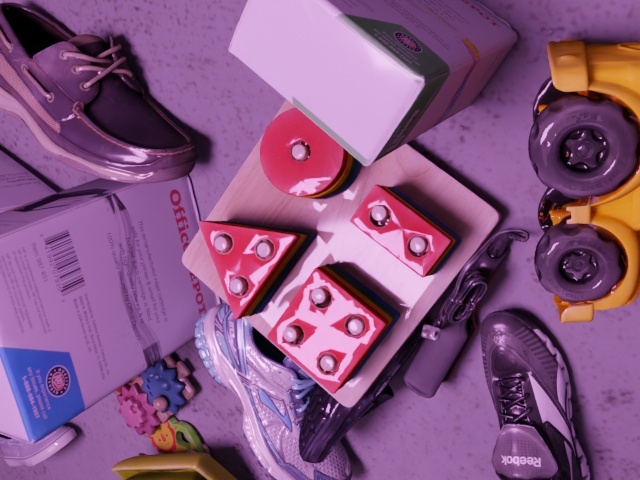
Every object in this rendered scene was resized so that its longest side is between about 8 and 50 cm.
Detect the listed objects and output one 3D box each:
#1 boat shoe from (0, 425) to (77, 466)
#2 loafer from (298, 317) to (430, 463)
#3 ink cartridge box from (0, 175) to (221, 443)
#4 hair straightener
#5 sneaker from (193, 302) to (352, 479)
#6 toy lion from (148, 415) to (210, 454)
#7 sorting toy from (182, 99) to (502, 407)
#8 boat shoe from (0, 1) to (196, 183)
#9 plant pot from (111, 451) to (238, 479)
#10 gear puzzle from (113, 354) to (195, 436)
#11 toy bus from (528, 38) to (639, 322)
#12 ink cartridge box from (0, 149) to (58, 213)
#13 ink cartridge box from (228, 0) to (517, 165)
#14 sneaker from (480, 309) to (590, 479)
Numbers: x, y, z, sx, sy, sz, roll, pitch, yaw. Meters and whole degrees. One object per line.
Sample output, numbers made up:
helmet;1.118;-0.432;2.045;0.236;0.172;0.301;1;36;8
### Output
boat shoe;-0.521;0.351;1.304;0.228;0.079;0.081;-22;102;41
loafer;0.046;0.167;0.827;0.078;0.076;0.223;25;106;-16
ink cartridge box;-0.284;0.057;0.877;0.129;0.307;0.223;2;111;35
hair straightener;0.144;0.080;0.742;0.047;0.089;0.230;38;126;16
sneaker;-0.041;0.189;0.903;0.122;0.110;0.283;-36;90;32
toy lion;-0.227;0.306;1.125;0.100;0.034;0.096;-30;84;38
sorting toy;0.000;0.000;0.743;0.255;0.089;0.257;39;104;15
boat shoe;-0.299;-0.187;0.892;0.355;0.132;0.130;29;124;18
plant pot;-0.208;0.430;1.026;0.227;0.207;0.228;-16;126;38
gear puzzle;-0.331;0.136;1.098;0.339;0.044;0.175;52;126;8
toy bus;0.277;-0.052;0.580;0.212;0.149;0.220;-1;112;17
ink cartridge box;-0.606;-0.029;1.106;0.395;0.166;0.285;33;114;20
ink cartridge box;0.054;-0.168;0.617;0.154;0.212;0.093;41;130;11
sneaker;0.210;0.187;0.734;0.078;0.106;0.234;-12;103;35
